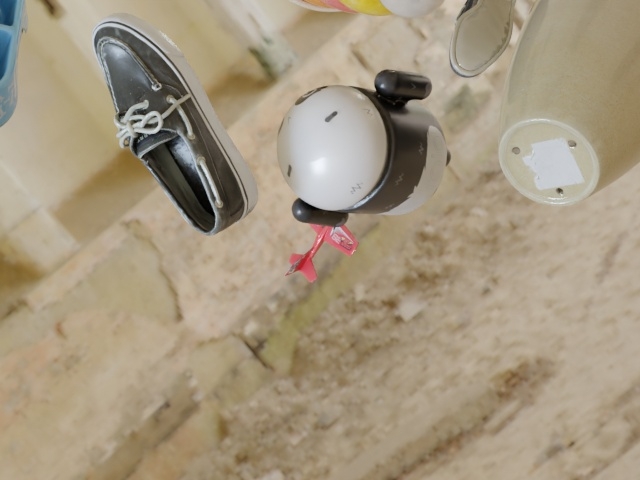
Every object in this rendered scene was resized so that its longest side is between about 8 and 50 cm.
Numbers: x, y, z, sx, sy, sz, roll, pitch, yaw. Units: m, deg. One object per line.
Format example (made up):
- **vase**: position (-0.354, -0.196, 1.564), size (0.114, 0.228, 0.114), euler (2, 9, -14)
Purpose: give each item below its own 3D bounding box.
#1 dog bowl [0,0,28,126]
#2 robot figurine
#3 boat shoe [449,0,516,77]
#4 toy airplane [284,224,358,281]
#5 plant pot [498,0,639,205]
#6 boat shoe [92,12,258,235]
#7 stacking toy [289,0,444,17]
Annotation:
- **dog bowl**: position (-0.491, -0.285, 1.588), size (0.074, 0.165, 0.297), euler (125, 149, -53)
- **robot figurine**: position (0.061, -0.123, 1.574), size (0.173, 0.209, 0.278), euler (1, 0, 37)
- **boat shoe**: position (0.218, -0.289, 1.550), size (0.065, 0.075, 0.206), euler (122, 172, -61)
- **toy airplane**: position (0.000, 0.000, 1.740), size (0.151, 0.028, 0.151), euler (-15, 61, 30)
- **plant pot**: position (0.336, -0.172, 1.467), size (0.256, 0.256, 0.274), euler (-31, 16, 45)
- **boat shoe**: position (-0.202, -0.142, 1.434), size (0.113, 0.306, 0.105), euler (-25, 8, 37)
- **stacking toy**: position (0.099, -0.482, 1.872), size (0.350, 0.351, 0.480), euler (-39, 35, 3)
